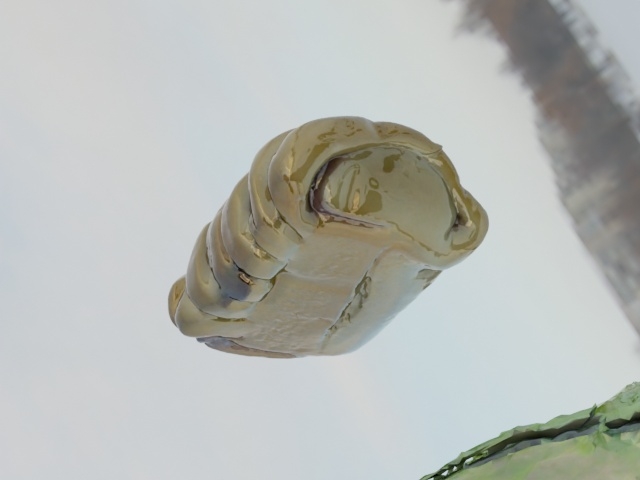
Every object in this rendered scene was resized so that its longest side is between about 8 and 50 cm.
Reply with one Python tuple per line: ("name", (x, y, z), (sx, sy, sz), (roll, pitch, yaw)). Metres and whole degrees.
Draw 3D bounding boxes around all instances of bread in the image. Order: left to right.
("bread", (0.000, 0.000, 1.028), (0.134, 0.225, 0.081), (12, -122, -20))

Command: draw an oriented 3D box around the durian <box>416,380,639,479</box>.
("durian", (0.155, 0.110, 0.726), (0.169, 0.351, 0.158), (60, -175, -50))
